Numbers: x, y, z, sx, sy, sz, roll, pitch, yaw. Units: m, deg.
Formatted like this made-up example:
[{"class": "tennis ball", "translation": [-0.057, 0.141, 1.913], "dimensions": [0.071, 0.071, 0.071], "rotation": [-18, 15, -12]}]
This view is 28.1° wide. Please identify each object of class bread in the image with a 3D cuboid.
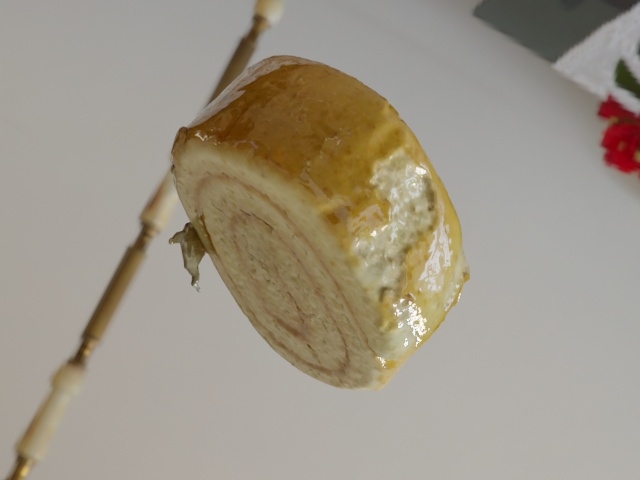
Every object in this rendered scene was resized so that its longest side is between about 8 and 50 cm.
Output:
[{"class": "bread", "translation": [0.000, 0.000, 0.529], "dimensions": [0.122, 0.073, 0.149], "rotation": [14, 141, 47]}]
